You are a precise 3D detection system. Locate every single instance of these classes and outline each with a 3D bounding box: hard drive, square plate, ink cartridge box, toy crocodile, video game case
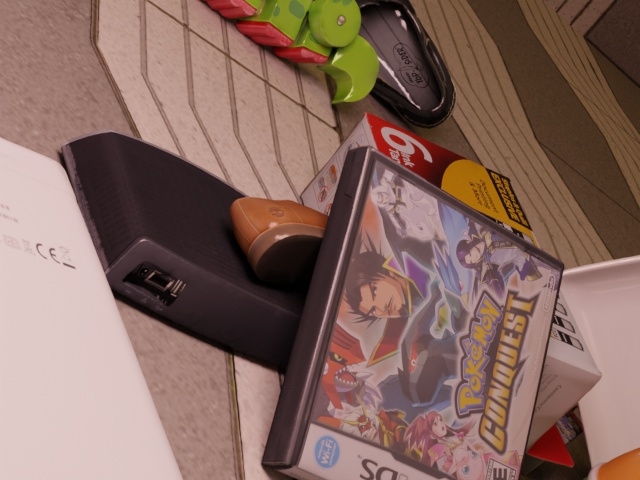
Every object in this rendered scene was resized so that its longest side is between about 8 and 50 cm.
[{"bbox_3d":[-0.206,0.058,0.946,0.233,0.047,0.353,25,31,-50],"label":"hard drive"},{"bbox_3d":[0.436,0.163,1.554,0.049,0.347,0.344,-95,172,-87],"label":"square plate"},{"bbox_3d":[0.148,0.050,1.505,0.272,0.130,0.309,22,32,-30],"label":"ink cartridge box"},{"bbox_3d":[-0.062,-0.278,1.771,0.340,0.105,0.115,32,-15,-38],"label":"toy crocodile"},{"bbox_3d":[0.248,0.212,1.598,0.029,0.063,0.115,53,20,12],"label":"ink cartridge box"},{"bbox_3d":[-0.096,0.007,1.253,0.254,0.054,0.172,29,29,-44],"label":"hard drive"},{"bbox_3d":[0.088,0.096,1.247,0.248,0.035,0.275,28,67,-32],"label":"video game case"}]

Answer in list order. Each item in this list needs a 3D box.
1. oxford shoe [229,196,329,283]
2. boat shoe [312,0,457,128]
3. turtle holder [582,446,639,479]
[{"bbox_3d":[0.000,0.000,1.290,0.212,0.076,0.076,21,26,-55],"label":"oxford shoe"},{"bbox_3d":[0.065,-0.294,2.016,0.340,0.127,0.113,58,8,-4],"label":"boat shoe"},{"bbox_3d":[0.363,0.333,1.388,0.243,0.227,0.320,25,32,-50],"label":"turtle holder"}]
